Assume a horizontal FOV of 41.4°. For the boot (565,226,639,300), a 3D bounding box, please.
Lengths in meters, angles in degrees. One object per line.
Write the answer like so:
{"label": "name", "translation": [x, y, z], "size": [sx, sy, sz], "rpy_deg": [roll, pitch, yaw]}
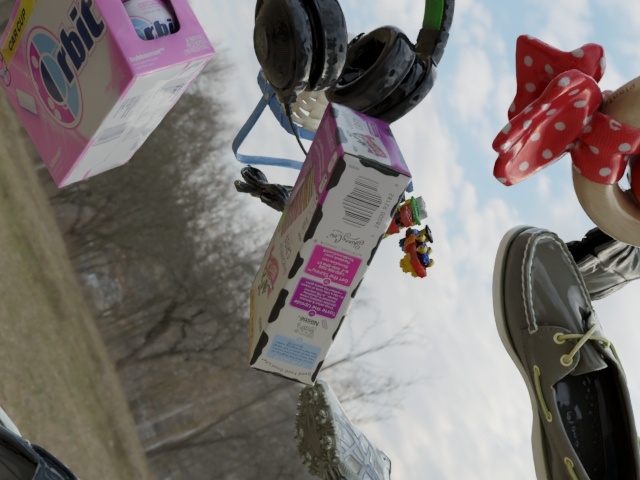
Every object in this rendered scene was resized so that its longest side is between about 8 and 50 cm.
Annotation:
{"label": "boot", "translation": [0.490, 0.006, 1.322], "size": [0.161, 0.246, 0.083], "rpy_deg": [40, 22, -56]}

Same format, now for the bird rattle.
{"label": "bird rattle", "translation": [0.260, -0.069, 0.631], "size": [0.143, 0.253, 0.207], "rpy_deg": [-93, 158, -55]}

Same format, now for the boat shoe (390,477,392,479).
{"label": "boat shoe", "translation": [0.074, 0.453, 1.361], "size": [0.094, 0.109, 0.302], "rpy_deg": [-61, 138, -44]}

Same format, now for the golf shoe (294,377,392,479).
{"label": "golf shoe", "translation": [0.030, 0.226, 0.884], "size": [0.069, 0.086, 0.176], "rpy_deg": [-44, -125, 43]}

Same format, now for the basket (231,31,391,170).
{"label": "basket", "translation": [0.005, -0.235, 1.524], "size": [0.289, 0.255, 0.201], "rpy_deg": [-58, -136, 32]}

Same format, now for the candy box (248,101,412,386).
{"label": "candy box", "translation": [0.000, 0.000, 0.828], "size": [0.159, 0.071, 0.233], "rpy_deg": [-99, -150, -65]}

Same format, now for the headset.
{"label": "headset", "translation": [0.009, -0.223, 1.055], "size": [0.185, 0.243, 0.394], "rpy_deg": [31, -80, 60]}

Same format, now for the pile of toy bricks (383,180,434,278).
{"label": "pile of toy bricks", "translation": [0.093, -0.022, 1.222], "size": [0.118, 0.105, 0.212], "rpy_deg": [57, 17, -25]}

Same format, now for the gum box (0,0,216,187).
{"label": "gum box", "translation": [-0.151, -0.124, 0.567], "size": [0.188, 0.062, 0.107], "rpy_deg": [-32, -93, 54]}

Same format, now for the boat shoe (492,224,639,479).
{"label": "boat shoe", "translation": [0.254, 0.129, 0.851], "size": [0.091, 0.109, 0.305], "rpy_deg": [166, -88, -68]}

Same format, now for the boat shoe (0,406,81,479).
{"label": "boat shoe", "translation": [-0.278, 0.242, 0.756], "size": [0.340, 0.127, 0.113], "rpy_deg": [43, 0, 16]}
